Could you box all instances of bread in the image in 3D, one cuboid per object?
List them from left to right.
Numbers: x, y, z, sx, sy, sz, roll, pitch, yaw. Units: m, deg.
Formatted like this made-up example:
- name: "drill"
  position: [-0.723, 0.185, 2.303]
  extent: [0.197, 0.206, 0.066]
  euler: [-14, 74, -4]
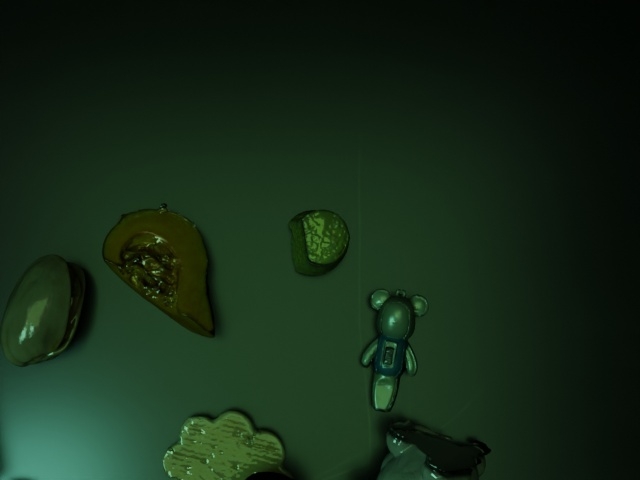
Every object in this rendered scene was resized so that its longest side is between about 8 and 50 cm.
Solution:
- name: "bread"
  position: [-0.163, 0.425, 1.658]
  extent: [0.250, 0.039, 0.182]
  euler: [31, 83, 2]
- name: "bread"
  position: [0.000, 0.000, 1.674]
  extent: [0.111, 0.114, 0.129]
  euler: [-13, 88, -10]

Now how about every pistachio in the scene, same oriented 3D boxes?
- name: "pistachio"
  position: [-0.522, 0.134, 1.634]
  extent: [0.143, 0.144, 0.215]
  euler: [18, 78, 0]

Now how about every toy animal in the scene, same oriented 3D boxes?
- name: "toy animal"
  position: [0.164, 0.528, 1.603]
  extent: [0.257, 0.194, 0.358]
  euler: [15, 100, -24]

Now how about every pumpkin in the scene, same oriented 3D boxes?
- name: "pumpkin"
  position: [-0.273, 0.055, 1.674]
  extent: [0.278, 0.111, 0.163]
  euler: [36, 68, 4]

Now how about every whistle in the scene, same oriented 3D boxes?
- name: "whistle"
  position: [0.137, 0.210, 1.676]
  extent: [0.113, 0.077, 0.236]
  euler: [9, 90, 8]

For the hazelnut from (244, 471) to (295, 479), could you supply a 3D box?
- name: "hazelnut"
  position: [-0.106, 0.506, 1.546]
  extent: [0.202, 0.170, 0.160]
  euler: [-52, 49, 11]
